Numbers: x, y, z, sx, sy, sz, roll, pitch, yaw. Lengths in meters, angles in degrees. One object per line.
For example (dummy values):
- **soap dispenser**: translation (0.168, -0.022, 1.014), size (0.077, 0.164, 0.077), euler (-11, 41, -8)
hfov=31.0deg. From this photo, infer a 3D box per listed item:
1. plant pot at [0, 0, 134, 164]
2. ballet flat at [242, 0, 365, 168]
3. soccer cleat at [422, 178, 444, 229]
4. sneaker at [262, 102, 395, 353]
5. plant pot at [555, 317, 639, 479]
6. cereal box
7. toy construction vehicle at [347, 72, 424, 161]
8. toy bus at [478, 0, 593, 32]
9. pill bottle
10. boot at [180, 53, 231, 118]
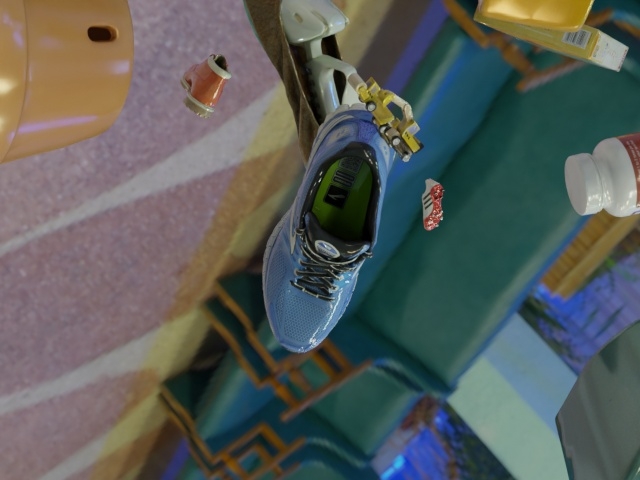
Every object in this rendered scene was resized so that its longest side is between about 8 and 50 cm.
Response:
- **plant pot**: translation (-0.334, -0.206, 1.221), size (0.203, 0.291, 0.291), euler (-6, 142, -40)
- **ballet flat**: translation (-0.004, -0.235, 1.538), size (0.116, 0.342, 0.124), euler (-25, -166, -35)
- **soccer cleat**: translation (0.165, -0.054, 1.727), size (0.029, 0.035, 0.083), euler (-16, 131, -24)
- **sneaker**: translation (0.000, 0.000, 1.418), size (0.147, 0.129, 0.330), euler (-75, -179, -66)
- **plant pot**: translation (0.351, 0.181, 1.139), size (0.165, 0.165, 0.234), euler (-1, 141, -5)
- **cereal box**: translation (0.332, -0.292, 1.639), size (0.240, 0.173, 0.047), euler (-6, 117, -66)
- **toy construction vehicle**: translation (0.070, -0.125, 1.152), size (0.035, 0.086, 0.098), euler (-34, 129, 2)
- **toy bus**: translation (0.235, -0.351, 1.060), size (0.130, 0.108, 0.333), euler (-79, 180, -46)
- **pill bottle**: translation (0.484, -0.104, 1.734), size (0.216, 0.121, 0.121), euler (-12, 156, -6)
- **boot**: translation (-0.166, -0.246, 1.736), size (0.085, 0.059, 0.158), euler (-58, -158, 16)
